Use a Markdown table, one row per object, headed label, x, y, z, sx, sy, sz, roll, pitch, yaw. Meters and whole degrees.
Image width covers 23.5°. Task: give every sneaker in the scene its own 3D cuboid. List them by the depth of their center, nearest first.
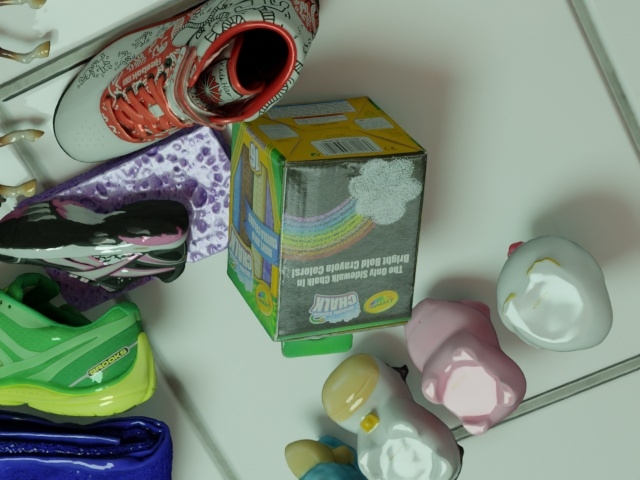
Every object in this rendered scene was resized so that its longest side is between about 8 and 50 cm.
| label | x | y | z | sx | sy | sz | roll | pitch | yaw |
| --- | --- | --- | --- | --- | --- | --- | --- | --- | --- |
| sneaker | -0.123 | -0.128 | 1.279 | 0.270 | 0.145 | 0.090 | -28 | 112 | 15 |
| sneaker | -0.202 | 0.014 | 1.362 | 0.178 | 0.072 | 0.077 | 1 | 128 | 8 |
| sneaker | -0.284 | 0.089 | 1.410 | 0.295 | 0.109 | 0.123 | 3 | 94 | 18 |

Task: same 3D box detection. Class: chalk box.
| label | x | y | z | sx | sy | sz | roll | pitch | yaw |
| --- | --- | --- | --- | --- | --- | --- | --- | --- | --- |
| chalk box | 0.000 | 0.000 | 1.327 | 0.132 | 0.132 | 0.213 | -6 | 118 | -21 |

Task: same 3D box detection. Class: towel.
| label | x | y | z | sx | sy | sz | roll | pitch | yaw |
| --- | --- | --- | --- | --- | --- | --- | --- | --- | --- |
| towel | -0.257 | 0.287 | 1.483 | 0.228 | 0.076 | 0.308 | 4 | 133 | 0 |

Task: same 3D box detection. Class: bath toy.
| label | x | y | z | sx | sy | sz | roll | pitch | yaw |
| --- | --- | --- | --- | --- | --- | --- | --- | --- | --- |
| bath toy | 0.120 | 0.119 | 1.404 | 0.151 | 0.129 | 0.348 | 46 | 110 | 2 |

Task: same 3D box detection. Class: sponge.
| label | x | y | z | sx | sy | sz | roll | pitch | yaw |
| --- | --- | --- | --- | --- | --- | --- | --- | --- | --- |
| sponge | -0.164 | -0.020 | 1.397 | 0.210 | 0.031 | 0.117 | -24 | 113 | 13 |

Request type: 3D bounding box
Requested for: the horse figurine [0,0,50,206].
| label | x | y | z | sx | sy | sz | roll | pitch | yaw |
| --- | --- | --- | --- | --- | --- | --- | --- | --- | --- |
| horse figurine | -0.326 | -0.130 | 1.331 | 0.174 | 0.066 | 0.263 | 6 | 116 | -3 |
